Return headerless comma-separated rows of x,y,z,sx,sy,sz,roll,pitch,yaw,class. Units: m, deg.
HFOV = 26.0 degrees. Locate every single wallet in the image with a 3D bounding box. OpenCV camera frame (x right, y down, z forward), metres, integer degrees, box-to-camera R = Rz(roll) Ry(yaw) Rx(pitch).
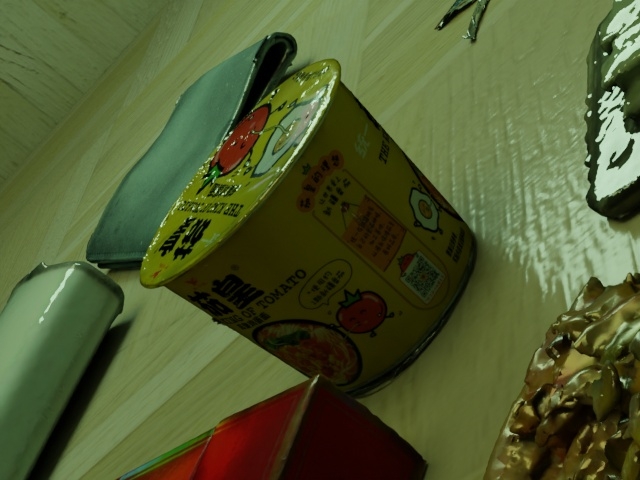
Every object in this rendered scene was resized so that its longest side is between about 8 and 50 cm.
-0.148,-0.096,1.554,0.290,0.054,0.251,-59,18,-17,wallet

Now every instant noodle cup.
0.000,0.000,0.864,0.182,0.144,0.182,-44,18,19,instant noodle cup

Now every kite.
0.140,-0.213,1.156,0.139,0.011,0.157,-36,23,45,kite

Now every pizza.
0.135,0.068,0.532,0.147,0.069,0.226,-51,18,-4,pizza

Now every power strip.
0.209,-0.135,0.746,0.213,0.064,0.198,-39,24,31,power strip

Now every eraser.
-0.315,0.168,1.367,0.189,0.104,0.290,-27,30,45,eraser

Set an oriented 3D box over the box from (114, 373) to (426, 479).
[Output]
-0.093,0.216,0.766,0.313,0.089,0.197,-32,25,44,box
